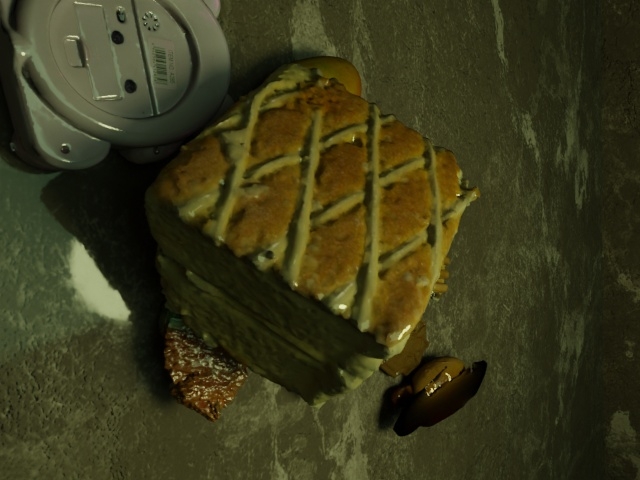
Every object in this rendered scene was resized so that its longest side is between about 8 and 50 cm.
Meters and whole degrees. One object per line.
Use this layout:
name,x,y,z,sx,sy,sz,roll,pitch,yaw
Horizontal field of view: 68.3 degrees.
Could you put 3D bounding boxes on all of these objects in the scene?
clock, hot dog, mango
clock,-0.277,-0.257,0.669,0.322,0.113,0.295,-20,107,-43
hot dog,0.302,0.391,1.286,0.326,0.107,0.193,3,109,-40
mango,-0.014,-0.282,0.917,0.253,0.113,0.138,-25,110,-38

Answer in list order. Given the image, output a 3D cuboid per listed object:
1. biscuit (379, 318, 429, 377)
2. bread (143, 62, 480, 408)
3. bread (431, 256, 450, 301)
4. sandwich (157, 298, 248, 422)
biscuit,0.232,0.273,1.261,0.215,0.034,0.182,13,85,-44
bread,-0.012,-0.017,0.712,0.371,0.279,0.390,33,54,-1
bread,0.299,0.074,1.277,0.119,0.084,0.177,11,82,-45
sandwich,-0.209,0.188,0.784,0.185,0.109,0.159,41,67,-32
